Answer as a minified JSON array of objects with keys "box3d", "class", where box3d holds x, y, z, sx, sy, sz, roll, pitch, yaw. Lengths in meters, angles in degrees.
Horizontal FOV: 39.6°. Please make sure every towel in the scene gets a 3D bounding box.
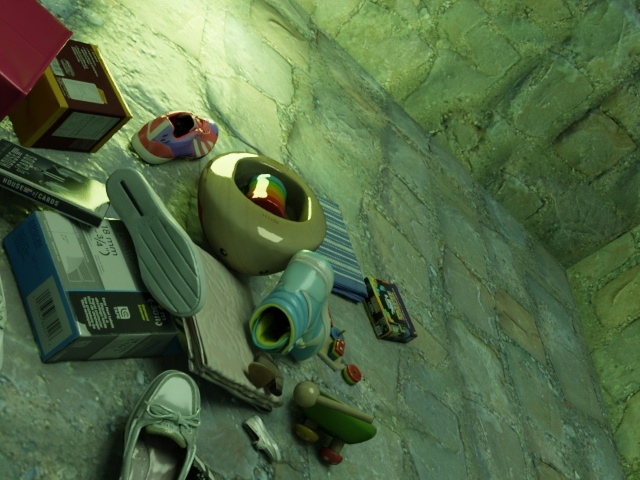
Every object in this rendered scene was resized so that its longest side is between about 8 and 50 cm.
[{"box3d":[-0.195,0.159,1.731,0.332,0.053,0.316,46,20,-57],"class":"towel"},{"box3d":[0.000,0.000,2.358,0.243,0.040,0.335,23,38,-42],"class":"towel"}]

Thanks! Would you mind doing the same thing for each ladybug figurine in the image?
[{"box3d":[-0.142,-0.057,1.989,0.305,0.161,0.449,27,23,-9],"class":"ladybug figurine"}]

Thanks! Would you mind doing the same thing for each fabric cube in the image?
[{"box3d":[-0.618,-0.313,1.476,0.258,0.254,0.259,41,28,-22],"class":"fabric cube"}]

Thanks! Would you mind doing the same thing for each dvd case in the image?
[{"box3d":[-0.484,-0.106,1.561,0.239,0.029,0.179,26,14,-14],"class":"dvd case"}]

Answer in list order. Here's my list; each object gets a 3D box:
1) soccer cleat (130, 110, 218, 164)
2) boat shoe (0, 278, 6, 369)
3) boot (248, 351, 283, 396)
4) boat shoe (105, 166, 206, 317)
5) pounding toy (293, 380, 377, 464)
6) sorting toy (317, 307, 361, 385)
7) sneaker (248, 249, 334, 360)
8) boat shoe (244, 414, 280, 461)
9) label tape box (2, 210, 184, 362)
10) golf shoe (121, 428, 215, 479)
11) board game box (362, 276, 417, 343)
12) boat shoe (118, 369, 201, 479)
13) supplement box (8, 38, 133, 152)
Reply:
[{"box3d":[-0.308,-0.252,2.059,0.108,0.116,0.318,55,27,3],"class":"soccer cleat"},{"box3d":[-0.516,0.103,1.339,0.083,0.076,0.226,14,46,-52],"class":"boat shoe"},{"box3d":[-0.109,0.245,1.702,0.118,0.042,0.087,56,7,-37],"class":"boot"},{"box3d":[-0.279,0.000,1.581,0.302,0.109,0.094,62,9,15],"class":"boat shoe"},{"box3d":[0.012,0.382,1.810,0.183,0.110,0.237,28,-16,13],"class":"pounding toy"},{"box3d":[0.010,0.212,2.097,0.274,0.046,0.132,45,27,-16],"class":"sorting toy"},{"box3d":[-0.073,0.186,1.836,0.127,0.319,0.208,23,50,19],"class":"sneaker"},{"box3d":[-0.114,0.386,1.707,0.035,0.035,0.100,-27,85,-36],"class":"boat shoe"},{"box3d":[-0.365,0.083,1.578,0.334,0.106,0.240,6,53,-56],"class":"label tape box"},{"box3d":[-0.237,0.353,1.494,0.198,0.077,0.094,48,27,-12],"class":"golf shoe"},{"box3d":[0.179,0.189,2.397,0.141,0.048,0.170,15,45,-50],"class":"board game box"},{"box3d":[-0.251,0.338,1.364,0.118,0.103,0.320,31,51,-15],"class":"boat shoe"},{"box3d":[-0.513,-0.292,1.759,0.194,0.129,0.191,-1,58,-59],"class":"supplement box"}]
